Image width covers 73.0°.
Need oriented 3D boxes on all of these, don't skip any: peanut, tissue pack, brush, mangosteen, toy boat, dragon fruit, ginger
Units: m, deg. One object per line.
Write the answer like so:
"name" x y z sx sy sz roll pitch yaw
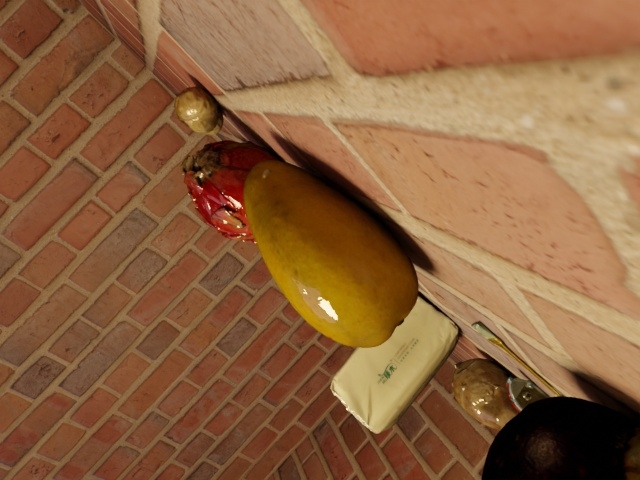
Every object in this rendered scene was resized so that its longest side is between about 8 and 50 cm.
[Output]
"peanut" -0.338 -0.358 1.237 0.120 0.110 0.236 30 180 2
"tissue pack" 0.234 0.362 1.302 0.207 0.380 0.297 38 175 25
"brush" 0.381 0.231 0.836 0.205 0.011 0.083 42 177 18
"mangosteen" 0.342 0.330 0.514 0.287 0.287 0.233 42 -172 25
"toy boat" 0.473 0.359 0.934 0.173 0.069 0.058 41 158 14
"dragon fruit" -0.205 -0.131 1.189 0.277 0.277 0.342 42 174 33
"ginger" 0.503 0.458 1.167 0.304 0.155 0.244 44 176 -6

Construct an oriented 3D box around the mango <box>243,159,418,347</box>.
"mango" -0.008 0.006 0.821 0.445 0.220 0.301 46 -178 25
